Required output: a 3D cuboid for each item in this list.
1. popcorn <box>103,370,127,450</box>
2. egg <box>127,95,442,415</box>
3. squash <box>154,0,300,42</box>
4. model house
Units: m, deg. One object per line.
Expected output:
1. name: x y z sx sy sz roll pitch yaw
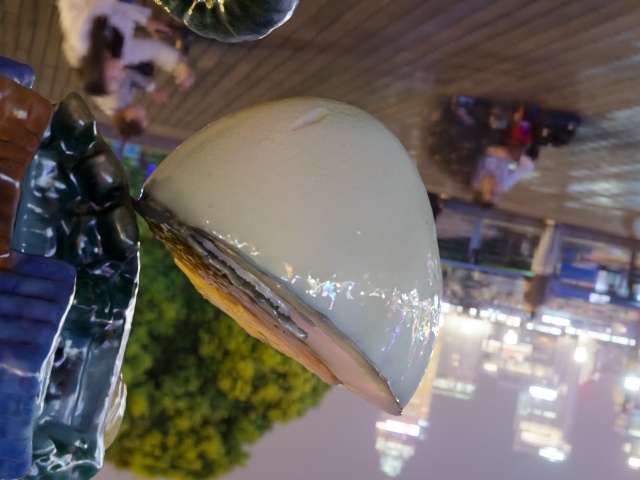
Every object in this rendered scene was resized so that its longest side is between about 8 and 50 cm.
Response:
1. popcorn: -0.296 0.184 1.305 0.152 0.148 0.167 -29 -160 3
2. egg: 0.003 0.002 0.853 0.264 0.174 0.286 35 167 28
3. squash: -0.104 -0.324 1.201 0.218 0.218 0.172 12 -148 -21
4. model house: -0.246 0.002 0.700 0.252 0.295 0.329 13 167 -4
